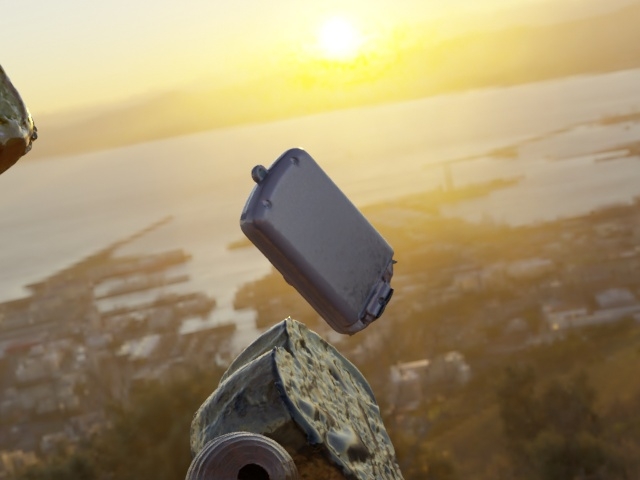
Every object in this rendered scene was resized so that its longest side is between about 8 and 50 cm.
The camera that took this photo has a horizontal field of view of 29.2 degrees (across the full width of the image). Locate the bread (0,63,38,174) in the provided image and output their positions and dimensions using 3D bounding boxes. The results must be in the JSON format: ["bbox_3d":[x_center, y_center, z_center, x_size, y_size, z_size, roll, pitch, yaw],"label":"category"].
[{"bbox_3d":[-0.386,-0.166,1.103,0.119,0.288,0.152,-32,10,28],"label":"bread"}]

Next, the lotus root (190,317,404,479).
[{"bbox_3d":[-0.062,0.265,1.742,0.250,0.316,0.316,-28,2,18],"label":"lotus root"}]

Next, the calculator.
[{"bbox_3d":[0.000,0.000,1.039,0.032,0.175,0.100,-18,32,46],"label":"calculator"}]

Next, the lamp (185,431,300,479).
[{"bbox_3d":[-0.089,0.285,1.399,0.136,0.136,0.136,-10,8,1],"label":"lamp"}]
